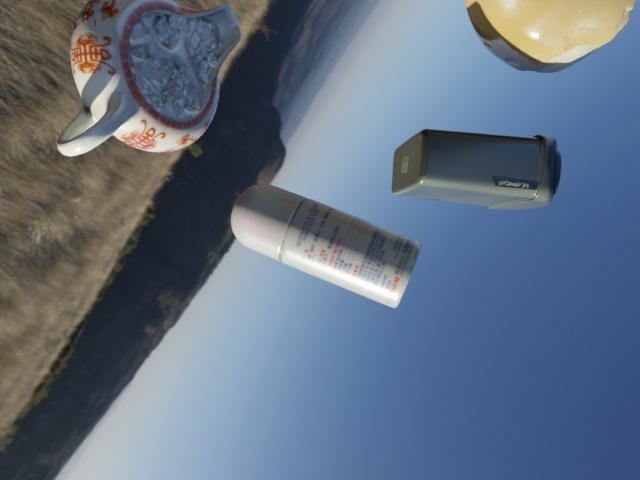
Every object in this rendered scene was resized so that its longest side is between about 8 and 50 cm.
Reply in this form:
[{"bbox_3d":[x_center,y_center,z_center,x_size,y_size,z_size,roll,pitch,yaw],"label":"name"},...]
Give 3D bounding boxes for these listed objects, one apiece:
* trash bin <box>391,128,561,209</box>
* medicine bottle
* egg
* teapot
[{"bbox_3d":[0.246,-0.108,0.770,0.177,0.237,0.101,-176,-90,-82],"label":"trash bin"},{"bbox_3d":[0.000,0.000,0.890,0.130,0.341,0.130,21,90,-83],"label":"medicine bottle"},{"bbox_3d":[0.328,-0.359,0.728,0.201,0.245,0.201,-61,-173,13],"label":"egg"},{"bbox_3d":[-0.175,-0.161,0.489,0.159,0.116,0.245,70,32,-49],"label":"teapot"}]
